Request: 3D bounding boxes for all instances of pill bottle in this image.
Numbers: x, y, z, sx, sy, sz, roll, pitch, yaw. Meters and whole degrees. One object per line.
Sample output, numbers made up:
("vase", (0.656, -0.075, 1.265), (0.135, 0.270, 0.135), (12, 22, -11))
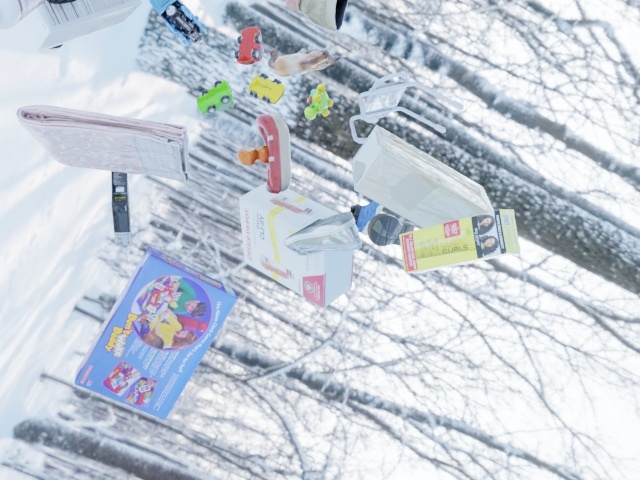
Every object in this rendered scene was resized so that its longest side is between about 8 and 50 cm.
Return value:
("pill bottle", (-0.614, -0.488, 1.264), (0.121, 0.121, 0.216), (-49, -168, 49))

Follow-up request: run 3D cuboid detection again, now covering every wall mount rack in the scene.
("wall mount rack", (0.253, -0.397, 2.003), (0.350, 0.304, 0.131), (117, -39, -80))

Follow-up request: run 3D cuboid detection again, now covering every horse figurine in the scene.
("horse figurine", (-0.050, -0.501, 1.814), (0.174, 0.263, 0.066), (-44, 129, -49))

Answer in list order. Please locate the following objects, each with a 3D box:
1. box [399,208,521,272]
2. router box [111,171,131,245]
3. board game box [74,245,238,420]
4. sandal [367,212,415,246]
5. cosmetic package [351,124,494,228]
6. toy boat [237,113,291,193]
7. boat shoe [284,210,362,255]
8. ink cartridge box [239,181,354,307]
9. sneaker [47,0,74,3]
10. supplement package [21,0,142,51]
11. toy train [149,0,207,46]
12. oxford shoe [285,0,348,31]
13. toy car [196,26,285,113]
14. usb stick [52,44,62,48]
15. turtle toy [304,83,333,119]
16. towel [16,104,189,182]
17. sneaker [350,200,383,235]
("box", (0.265, 0.005, 1.261), (0.232, 0.058, 0.087), (-14, -101, 44))
("router box", (-0.537, -0.090, 1.756), (0.179, 0.046, 0.133), (107, -25, -51))
("board game box", (-0.384, 0.221, 1.533), (0.347, 0.233, 0.078), (-58, -158, 4))
("sandal", (0.176, -0.035, 1.698), (0.219, 0.060, 0.090), (2, 122, -56))
("cosmetic package", (0.230, -0.117, 1.474), (0.113, 0.309, 0.160), (-54, -161, 26))
("toy boat", (-0.166, -0.251, 1.889), (0.151, 0.151, 0.231), (135, -49, -79))
("boat shoe", (0.003, -0.001, 1.843), (0.118, 0.103, 0.320), (-31, -172, -34))
("ink cartridge box", (-0.082, 0.008, 2.174), (0.160, 0.384, 0.279), (-33, 137, -38))
("sneaker", (-0.580, -0.687, 1.510), (0.281, 0.163, 0.106), (-28, 174, 42))
("supplement package", (-0.656, -0.654, 1.719), (0.262, 0.198, 0.199), (-32, -164, -28))
("toy train", (-0.369, -0.587, 1.717), (0.080, 0.105, 0.184), (-38, 169, 8))
("oxford shoe", (0.072, -0.614, 1.312), (0.140, 0.146, 0.397), (-44, 169, -49))
("toy car", (-0.203, -0.381, 1.604), (0.225, 0.053, 0.239), (-30, -116, 14))
("usb stick", (-0.956, -0.691, 2.299), (0.278, 0.077, 0.045), (-155, -123, -62))
("turtle toy", (-0.013, -0.474, 2.260), (0.066, 0.095, 0.130), (0, -127, 31))
("towel", (-0.440, -0.197, 1.392), (0.332, 0.316, 0.054), (138, -41, -77))
("sneaker", (0.135, -0.096, 1.907), (0.152, 0.084, 0.058), (-59, 178, -13))
